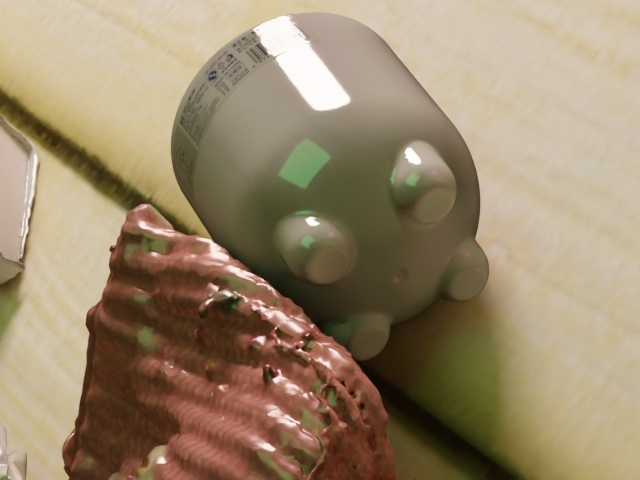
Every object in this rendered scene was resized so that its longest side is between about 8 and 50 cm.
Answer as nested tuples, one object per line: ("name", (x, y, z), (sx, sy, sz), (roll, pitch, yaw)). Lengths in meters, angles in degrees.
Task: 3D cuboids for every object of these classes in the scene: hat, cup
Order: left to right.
("hat", (-0.040, 0.128, 0.740), (0.286, 0.107, 0.237), (22, 105, 45))
("cup", (-0.004, -0.008, 0.813), (0.173, 0.134, 0.142), (-41, 42, 6))

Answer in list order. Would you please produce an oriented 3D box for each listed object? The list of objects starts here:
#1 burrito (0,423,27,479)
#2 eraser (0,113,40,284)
("burrito", (-0.231, 0.195, 0.913), (0.203, 0.064, 0.064), (-49, 40, -4))
("eraser", (-0.327, 0.016, 1.119), (0.287, 0.086, 0.130), (-28, 44, 23))
